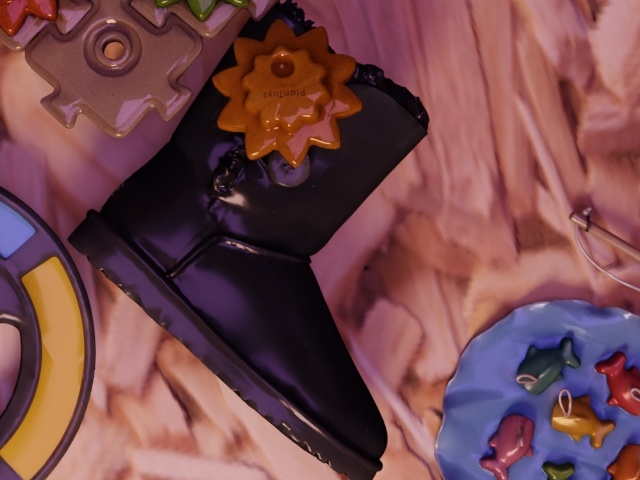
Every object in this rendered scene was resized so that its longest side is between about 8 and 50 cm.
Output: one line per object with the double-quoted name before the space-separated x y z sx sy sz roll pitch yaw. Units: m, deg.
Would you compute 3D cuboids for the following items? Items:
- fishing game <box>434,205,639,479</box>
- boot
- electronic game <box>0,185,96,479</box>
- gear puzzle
"fishing game" 0.167 0.130 1.263 0.189 0.041 0.264 35 86 -9
"boot" 0.000 0.000 1.191 0.246 0.094 0.207 42 88 -5
"electronic game" -0.248 0.067 1.166 0.229 0.048 0.229 -1 94 -12
"gear puzzle" -0.121 -0.159 1.133 0.339 0.044 0.175 41 84 7
